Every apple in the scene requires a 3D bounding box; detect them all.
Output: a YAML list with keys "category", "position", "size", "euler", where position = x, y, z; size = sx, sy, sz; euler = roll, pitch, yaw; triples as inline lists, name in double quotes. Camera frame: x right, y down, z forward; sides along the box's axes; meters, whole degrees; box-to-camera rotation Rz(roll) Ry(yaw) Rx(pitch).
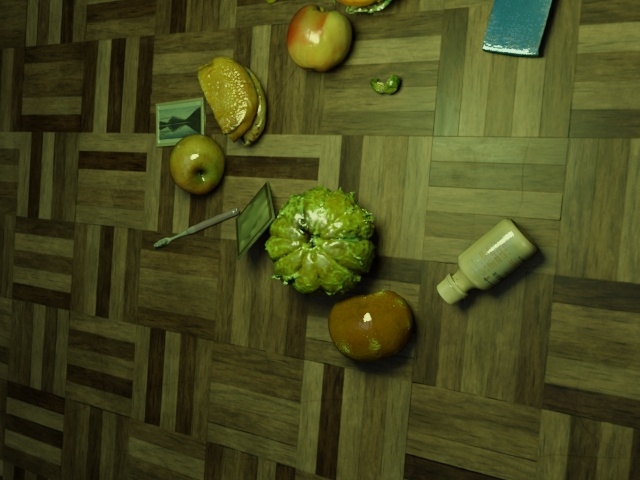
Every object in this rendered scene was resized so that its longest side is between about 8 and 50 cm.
- category: "apple"
  position: [-0.384, -0.240, 1.801]
  size: [0.182, 0.183, 0.155]
  euler: [-55, 39, 17]

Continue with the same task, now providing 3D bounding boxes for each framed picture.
- category: "framed picture"
  position: [-0.464, -0.390, 1.920]
  size: [0.203, 0.015, 0.150]
  euler: [1, 91, 27]
- category: "framed picture"
  position: [-0.196, -0.064, 1.707]
  size: [0.173, 0.010, 0.231]
  euler: [-47, 28, 20]

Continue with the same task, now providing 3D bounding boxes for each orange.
- category: "orange"
  position: [0.000, 0.000, 1.576]
  size: [0.301, 0.223, 0.300]
  euler: [-3, 89, 9]
- category: "orange"
  position: [0.127, 0.236, 1.550]
  size: [0.238, 0.158, 0.179]
  euler: [-12, 102, 25]

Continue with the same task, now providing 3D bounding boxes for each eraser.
- category: "eraser"
  position: [0.503, -0.608, 1.415]
  size: [0.144, 0.043, 0.311]
  euler: [16, 98, 25]

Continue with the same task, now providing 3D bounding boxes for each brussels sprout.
- category: "brussels sprout"
  position: [0.178, -0.423, 1.584]
  size: [0.084, 0.046, 0.050]
  euler: [0, 94, 37]

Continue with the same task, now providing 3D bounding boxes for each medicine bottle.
- category: "medicine bottle"
  position: [0.401, 0.062, 1.433]
  size: [0.252, 0.114, 0.114]
  euler: [-43, 73, 20]

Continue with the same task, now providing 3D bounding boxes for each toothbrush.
- category: "toothbrush"
  position: [-0.408, -0.039, 1.887]
  size: [0.354, 0.029, 0.024]
  euler: [-20, 95, 25]

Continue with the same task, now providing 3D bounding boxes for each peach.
- category: "peach"
  position: [-0.006, -0.554, 1.604]
  size: [0.184, 0.184, 0.184]
  euler: [0, 91, 27]

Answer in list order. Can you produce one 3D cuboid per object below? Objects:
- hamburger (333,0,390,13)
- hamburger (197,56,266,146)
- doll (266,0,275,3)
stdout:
- category: "hamburger"
  position: [0.119, -0.722, 1.538]
  size: [0.246, 0.170, 0.245]
  euler: [3, 101, 18]
- category: "hamburger"
  position: [-0.243, -0.428, 1.742]
  size: [0.157, 0.144, 0.282]
  euler: [-28, 80, 14]
- category: "doll"
  position: [-0.118, -0.793, 1.689]
  size: [0.363, 0.145, 0.199]
  euler: [10, 135, 18]
